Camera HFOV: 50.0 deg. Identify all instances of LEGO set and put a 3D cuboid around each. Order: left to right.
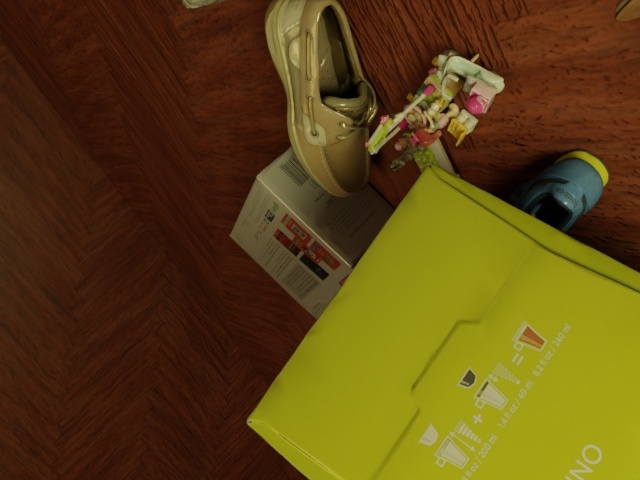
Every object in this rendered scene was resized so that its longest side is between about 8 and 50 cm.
[{"bbox_3d":[0.125,-0.101,0.835,0.132,0.107,0.287,36,155,24],"label":"LEGO set"}]

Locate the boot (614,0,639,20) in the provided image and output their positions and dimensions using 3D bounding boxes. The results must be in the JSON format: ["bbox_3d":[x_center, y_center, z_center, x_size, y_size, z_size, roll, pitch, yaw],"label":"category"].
[{"bbox_3d":[0.250,-0.221,0.482,0.118,0.042,0.087,-24,75,59],"label":"boot"}]

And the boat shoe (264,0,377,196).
[{"bbox_3d":[0.019,-0.177,0.903,0.098,0.109,0.302,25,143,43],"label":"boat shoe"}]

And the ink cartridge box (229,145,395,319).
[{"bbox_3d":[0.000,0.000,1.185,0.272,0.130,0.309,45,157,1],"label":"ink cartridge box"}]

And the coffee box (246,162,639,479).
[{"bbox_3d":[0.196,0.180,0.762,0.338,0.337,0.334,33,176,29],"label":"coffee box"}]

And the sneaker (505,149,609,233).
[{"bbox_3d":[0.245,-0.026,0.789,0.069,0.082,0.209,42,158,7],"label":"sneaker"}]

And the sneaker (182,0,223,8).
[{"bbox_3d":[-0.115,-0.374,0.792,0.105,0.115,0.281,41,156,13],"label":"sneaker"}]
